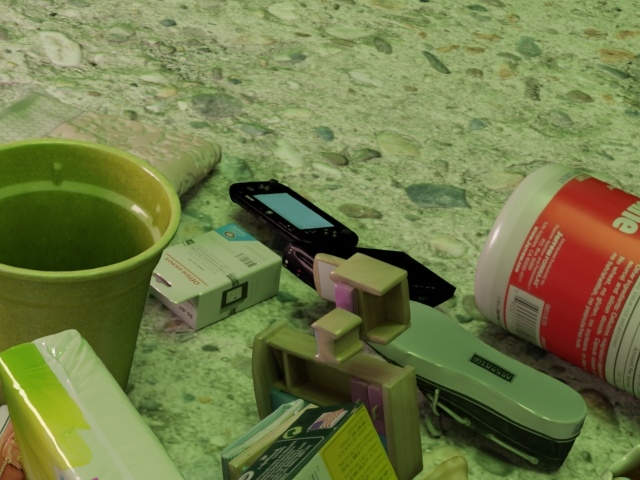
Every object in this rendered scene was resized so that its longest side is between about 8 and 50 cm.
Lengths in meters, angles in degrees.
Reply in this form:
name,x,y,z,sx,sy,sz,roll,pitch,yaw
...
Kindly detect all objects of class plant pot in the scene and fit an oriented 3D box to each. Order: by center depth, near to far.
name,x,y,z,sx,sy,sz,roll,pitch,yaw
plant pot,-0.304,0.061,1.754,0.276,0.254,0.276,5,34,-3

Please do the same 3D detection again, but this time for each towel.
name,x,y,z,sx,sy,sz,roll,pitch,yaw
towel,-0.330,-0.119,2.130,0.316,0.053,0.332,16,22,10

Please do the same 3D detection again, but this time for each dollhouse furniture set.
name,x,y,z,sx,sy,sz,roll,pitch,yaw
dollhouse furniture set,-0.065,0.193,1.605,0.198,0.286,0.303,16,35,36

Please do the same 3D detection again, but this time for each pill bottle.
name,x,y,z,sx,sy,sz,roll,pitch,yaw
pill bottle,0.416,0.080,1.901,0.407,0.229,0.229,28,39,26

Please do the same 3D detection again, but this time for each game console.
name,x,y,z,sx,sy,sz,roll,pitch,yaw
game console,0.000,0.000,2.042,0.213,0.044,0.361,5,22,-45

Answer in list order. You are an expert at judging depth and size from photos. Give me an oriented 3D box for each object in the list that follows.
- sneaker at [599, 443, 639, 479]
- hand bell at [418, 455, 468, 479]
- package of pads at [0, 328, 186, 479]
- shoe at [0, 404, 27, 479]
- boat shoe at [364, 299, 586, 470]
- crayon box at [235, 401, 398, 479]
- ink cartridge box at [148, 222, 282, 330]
name,x,y,z,sx,sy,sz,roll,pitch,yaw
sneaker,0.310,0.308,1.665,0.087,0.092,0.228,24,38,20
hand bell,0.187,0.354,1.591,0.126,0.126,0.242,-24,59,-39
package of pads,-0.207,0.258,1.502,0.101,0.229,0.296,-22,41,-21
shoe,-0.322,0.240,1.655,0.081,0.064,0.178,3,29,2
boat shoe,0.165,0.172,1.825,0.306,0.105,0.113,25,33,13
crayon box,0.024,0.341,1.438,0.081,0.319,0.202,-13,18,39
ink cartridge box,-0.151,0.050,1.974,0.180,0.060,0.104,-23,45,-38
